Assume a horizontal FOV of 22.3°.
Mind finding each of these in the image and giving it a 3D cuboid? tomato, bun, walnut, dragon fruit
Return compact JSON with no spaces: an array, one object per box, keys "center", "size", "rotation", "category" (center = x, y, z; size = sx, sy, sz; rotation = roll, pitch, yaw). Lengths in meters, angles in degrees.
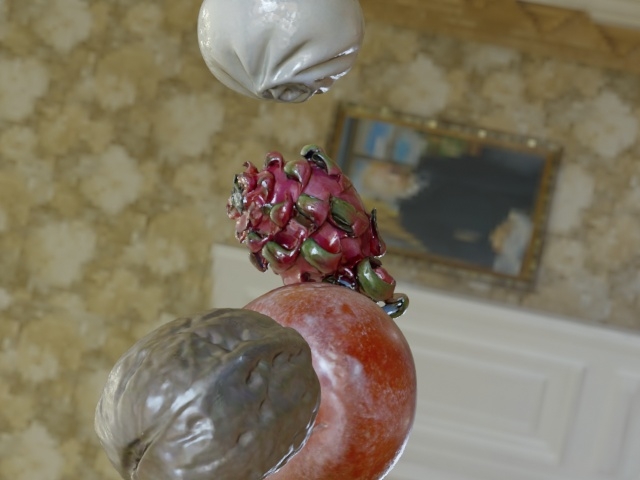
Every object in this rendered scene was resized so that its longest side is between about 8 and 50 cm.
[{"center":[-0.002,0.180,1.958],"size":[0.227,0.270,0.270],"rotation":[-6,-70,-47],"category":"tomato"},{"center":[-0.039,-0.200,1.652],"size":[0.173,0.173,0.119],"rotation":[82,-175,-65],"category":"bun"},{"center":[-0.096,0.148,1.488],"size":[0.230,0.178,0.178],"rotation":[-29,-40,-34],"category":"walnut"},{"center":[-0.010,0.000,2.263],"size":[0.272,0.198,0.218],"rotation":[62,156,22],"category":"dragon fruit"}]
